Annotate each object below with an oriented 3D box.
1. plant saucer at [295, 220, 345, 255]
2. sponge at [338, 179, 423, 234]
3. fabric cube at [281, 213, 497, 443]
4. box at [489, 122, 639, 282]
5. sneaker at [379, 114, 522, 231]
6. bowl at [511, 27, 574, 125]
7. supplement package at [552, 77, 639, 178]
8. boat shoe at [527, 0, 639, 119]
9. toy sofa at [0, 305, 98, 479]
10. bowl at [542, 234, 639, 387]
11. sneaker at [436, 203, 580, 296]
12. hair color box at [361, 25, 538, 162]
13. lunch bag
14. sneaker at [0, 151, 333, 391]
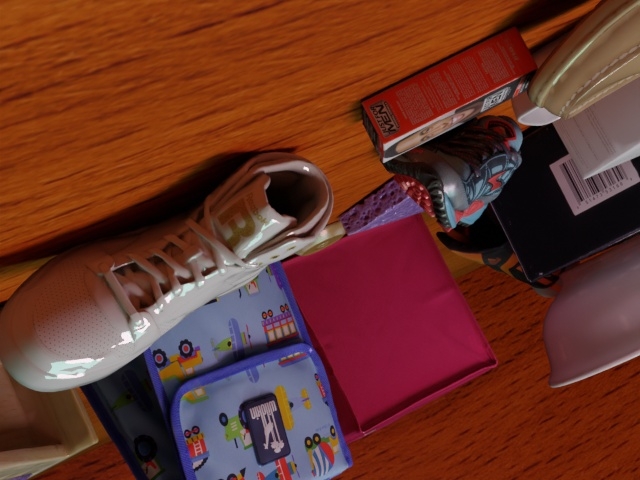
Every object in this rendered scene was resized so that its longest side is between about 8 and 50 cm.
[{"bbox_3d":[0.000,0.000,1.451,0.083,0.015,0.083,-26,172,-4],"label":"plant saucer"},{"bbox_3d":[0.133,-0.063,1.420,0.210,0.031,0.117,-19,169,-43],"label":"sponge"},{"bbox_3d":[0.045,0.146,1.645,0.254,0.259,0.258,-20,169,-32],"label":"fabric cube"},{"bbox_3d":[0.417,-0.105,1.512,0.296,0.182,0.294,-31,169,38],"label":"box"},{"bbox_3d":[0.146,-0.088,1.188,0.125,0.104,0.262,-47,171,12],"label":"sneaker"},{"bbox_3d":[0.245,-0.164,1.082,0.142,0.053,0.142,-31,170,22],"label":"bowl"},{"bbox_3d":[0.351,-0.159,1.258,0.105,0.105,0.179,-21,171,-30],"label":"supplement package"},{"bbox_3d":[0.324,-0.186,0.898,0.341,0.110,0.122,-34,173,9],"label":"boat shoe"},{"bbox_3d":[-0.314,0.131,0.840,0.177,0.150,0.362,-28,172,1],"label":"toy sofa"},{"bbox_3d":[0.411,0.073,1.521,0.298,0.134,0.298,-25,172,-4],"label":"bowl"},{"bbox_3d":[0.248,-0.029,1.716,0.124,0.180,0.321,-63,-159,4],"label":"sneaker"},{"bbox_3d":[0.106,-0.120,0.955,0.141,0.043,0.072,-26,171,-1],"label":"hair color box"},{"bbox_3d":[-0.102,0.153,1.119,0.138,0.293,0.221,-33,170,36],"label":"lunch bag"},{"bbox_3d":[-0.111,0.008,0.905,0.169,0.108,0.292,-37,177,42],"label":"sneaker"}]
